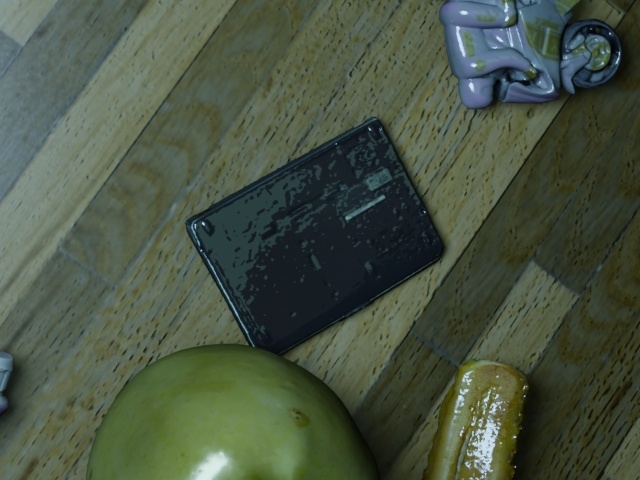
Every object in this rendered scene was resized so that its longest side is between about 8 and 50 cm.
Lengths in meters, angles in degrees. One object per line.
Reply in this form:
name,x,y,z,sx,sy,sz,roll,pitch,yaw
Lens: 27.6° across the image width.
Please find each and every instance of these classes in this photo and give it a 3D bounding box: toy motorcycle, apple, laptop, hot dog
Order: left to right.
apple,-0.069,0.218,1.081,0.262,0.262,0.262,-1,93,-15
laptop,0.000,0.000,1.190,0.207,0.026,0.154,-29,99,-12
hot dog,0.129,0.250,1.218,0.083,0.068,0.289,15,93,8
toy motorcycle,0.167,-0.197,1.203,0.225,0.073,0.152,43,86,-13

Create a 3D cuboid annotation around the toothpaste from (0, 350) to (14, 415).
toothpaste,-0.327,0.232,1.095,0.075,0.048,0.301,19,94,-56
